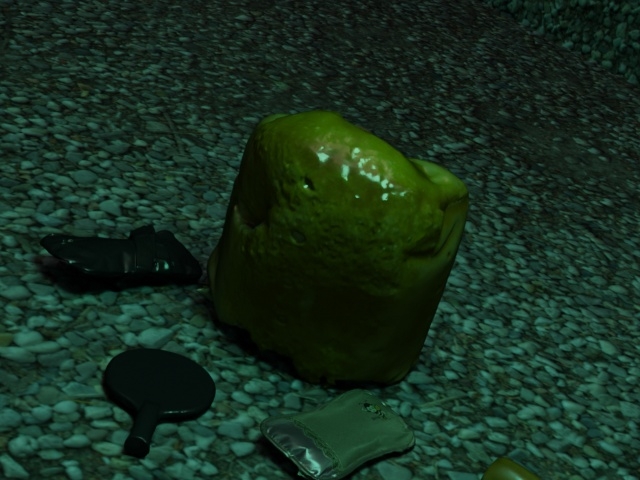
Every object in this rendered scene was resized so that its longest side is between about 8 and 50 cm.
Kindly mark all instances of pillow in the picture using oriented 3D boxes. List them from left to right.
[{"bbox_3d":[0.029,0.256,1.683,0.130,0.038,0.232,37,31,30],"label":"pillow"}]

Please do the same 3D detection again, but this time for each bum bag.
[{"bbox_3d":[-0.296,0.026,1.921,0.248,0.060,0.123,-4,34,-39],"label":"bum bag"}]

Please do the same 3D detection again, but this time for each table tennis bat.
[{"bbox_3d":[-0.216,0.205,1.656,0.150,0.027,0.236,16,25,-3],"label":"table tennis bat"}]

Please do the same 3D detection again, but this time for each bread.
[{"bbox_3d":[0.008,0.006,1.804,0.361,0.394,0.250,24,43,9],"label":"bread"},{"bbox_3d":[0.263,0.327,1.668,0.103,0.049,0.062,31,30,31],"label":"bread"}]
